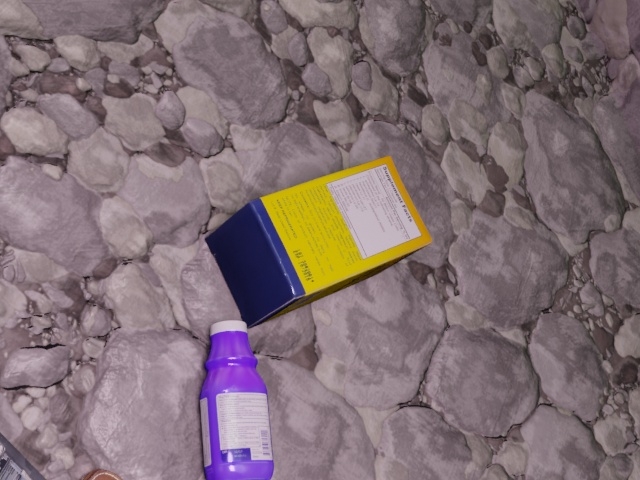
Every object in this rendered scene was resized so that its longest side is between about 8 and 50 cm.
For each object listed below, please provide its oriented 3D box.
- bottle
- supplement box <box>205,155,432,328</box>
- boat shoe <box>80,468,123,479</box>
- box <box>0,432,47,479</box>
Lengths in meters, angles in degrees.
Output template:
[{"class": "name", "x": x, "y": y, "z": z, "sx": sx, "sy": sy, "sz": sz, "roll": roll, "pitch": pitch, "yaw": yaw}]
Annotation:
[{"class": "bottle", "x": -0.150, "y": 0.282, "z": 1.695, "sx": 0.118, "sy": 0.092, "sz": 0.283, "roll": 6, "pitch": 66, "yaw": -32}, {"class": "supplement box", "x": 0.000, "y": 0.000, "z": 1.856, "sx": 0.356, "sy": 0.195, "sz": 0.194, "roll": -20, "pitch": 81, "yaw": -37}, {"class": "boat shoe", "x": -0.347, "y": 0.487, "z": 1.446, "sx": 0.123, "sy": 0.116, "sz": 0.324, "roll": 26, "pitch": 49, "yaw": -21}, {"class": "box", "x": -0.500, "y": 0.396, "z": 1.377, "sx": 0.232, "sy": 0.059, "sz": 0.183, "roll": -64, "pitch": 145, "yaw": -34}]
